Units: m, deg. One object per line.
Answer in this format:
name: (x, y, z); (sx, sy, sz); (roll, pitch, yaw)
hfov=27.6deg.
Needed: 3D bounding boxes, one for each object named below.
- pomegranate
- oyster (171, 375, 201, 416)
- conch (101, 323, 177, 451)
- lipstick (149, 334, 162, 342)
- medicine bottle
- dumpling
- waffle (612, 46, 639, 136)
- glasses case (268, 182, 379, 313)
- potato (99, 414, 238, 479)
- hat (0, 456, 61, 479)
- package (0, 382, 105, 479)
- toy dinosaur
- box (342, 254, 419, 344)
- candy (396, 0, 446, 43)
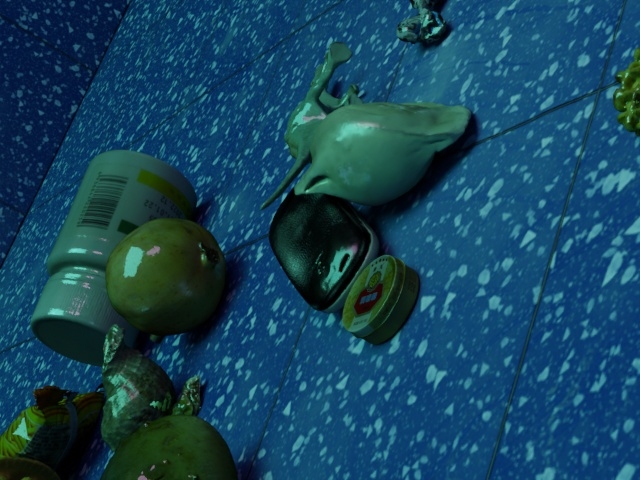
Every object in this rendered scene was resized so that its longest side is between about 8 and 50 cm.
pomegranate: (-0.237, 0.052, 2.020); (0.191, 0.191, 0.191); (-46, 25, 29)
oyster: (-0.196, 0.239, 1.891); (0.051, 0.034, 0.093); (-41, 32, 54)
conch: (-0.287, 0.230, 1.945); (0.130, 0.207, 0.155); (-20, -6, -31)
lipstick: (-0.251, 0.128, 2.164); (0.094, 0.019, 0.019); (-55, 22, 10)
medicine bottle: (-0.360, 0.033, 2.269); (0.208, 0.208, 0.340); (-29, 38, 52)
dumpling: (0.083, -0.130, 1.658); (0.252, 0.131, 0.179); (-22, 17, 33)
waffle: (0.350, -0.167, 1.232); (0.191, 0.038, 0.191); (-46, 25, 29)
glasses case: (0.000, 0.000, 1.715); (0.122, 0.075, 0.314); (-56, 22, 8)
potato: (-0.193, 0.348, 1.556); (0.210, 0.173, 0.307); (-38, 33, 46)
hat: (-0.502, 0.493, 2.021); (0.233, 0.244, 0.233); (-61, 34, 17)
package: (-0.476, 0.354, 2.190); (0.288, 0.108, 0.223); (-47, -10, 15)
toy dinosaur: (-0.004, -0.168, 1.897); (0.205, 0.092, 0.393); (-48, 21, 48)
box: (0.070, 0.069, 1.528); (0.105, 0.037, 0.105); (-46, 25, 29)
candy: (0.159, -0.362, 1.881); (0.094, 0.051, 0.226); (-28, 38, 35)
